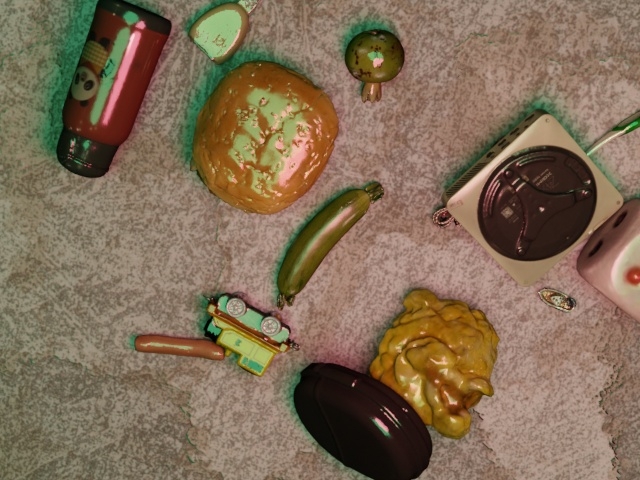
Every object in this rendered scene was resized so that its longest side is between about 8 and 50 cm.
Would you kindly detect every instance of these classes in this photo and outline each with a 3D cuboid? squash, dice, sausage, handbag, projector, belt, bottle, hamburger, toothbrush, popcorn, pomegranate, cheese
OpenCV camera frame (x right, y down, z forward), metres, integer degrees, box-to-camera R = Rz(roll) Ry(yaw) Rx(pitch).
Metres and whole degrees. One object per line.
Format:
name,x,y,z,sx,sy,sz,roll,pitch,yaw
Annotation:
squash,-0.001,-0.002,1.889,0.318,0.071,0.080,-50,133,6
dice,0.611,0.045,1.806,0.193,0.194,0.191,37,100,-2
sausage,-0.283,0.215,1.947,0.186,0.043,0.043,6,99,2
handbag,0.072,0.347,1.835,0.093,0.308,0.253,-44,127,-28
projector,0.402,-0.073,1.815,0.257,0.079,0.259,-43,112,10
belt,0.311,-0.106,1.866,0.071,0.053,0.232,40,99,-8
bottle,-0.400,-0.282,1.826,0.144,0.144,0.336,21,101,-1
hamburger,-0.109,-0.192,1.827,0.260,0.144,0.283,24,105,-4
toothbrush,0.604,-0.234,1.837,0.418,0.042,0.040,-44,104,10
popcorn,0.227,0.231,1.839,0.242,0.235,0.250,22,87,17
pomegranate,0.102,-0.328,1.819,0.115,0.114,0.142,3,123,2
cheese,-0.161,-0.429,1.842,0.192,0.037,0.097,-44,96,9

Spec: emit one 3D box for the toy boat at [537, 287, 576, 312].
toy boat,0.464,0.117,1.902,0.083,0.038,0.038,22,99,-2

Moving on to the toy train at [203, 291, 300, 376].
toy train,-0.148,0.183,1.909,0.219,0.089,0.127,29,93,-2
